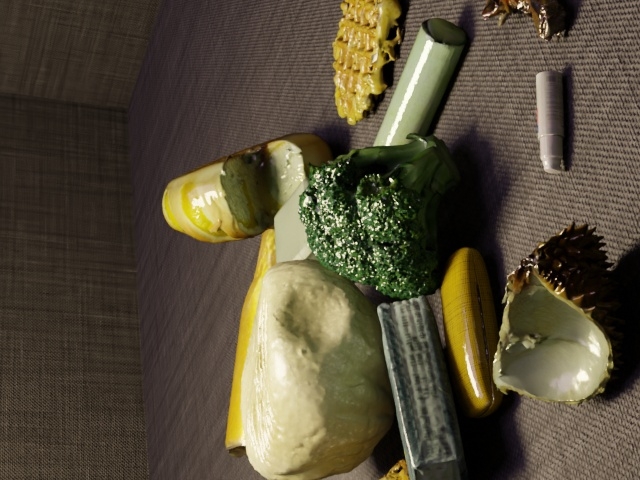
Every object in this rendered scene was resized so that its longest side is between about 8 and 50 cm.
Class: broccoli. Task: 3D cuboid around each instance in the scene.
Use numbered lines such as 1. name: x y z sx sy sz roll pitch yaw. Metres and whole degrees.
1. broccoli: 0.100 -0.039 1.836 0.245 0.265 0.294 -43 18 15

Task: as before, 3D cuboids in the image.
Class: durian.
1. durian: 0.271 0.095 1.416 0.252 0.139 0.144 89 173 -51

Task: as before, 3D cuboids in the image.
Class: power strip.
1. power strip: 0.000 0.000 2.190 0.224 0.140 0.139 133 137 -58

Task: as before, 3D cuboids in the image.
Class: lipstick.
1. lipstick: 0.142 -0.202 1.956 0.076 0.076 0.304 -107 30 -48

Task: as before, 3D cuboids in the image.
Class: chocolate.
1. chocolate: -0.077 0.187 2.362 0.162 0.162 0.445 146 132 -65

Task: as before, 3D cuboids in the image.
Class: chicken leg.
1. chicken leg: 0.268 -0.336 1.663 0.196 0.080 0.125 -145 52 -59

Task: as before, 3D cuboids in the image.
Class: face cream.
1. face cream: 0.290 -0.147 1.588 0.034 0.034 0.130 146 127 -65

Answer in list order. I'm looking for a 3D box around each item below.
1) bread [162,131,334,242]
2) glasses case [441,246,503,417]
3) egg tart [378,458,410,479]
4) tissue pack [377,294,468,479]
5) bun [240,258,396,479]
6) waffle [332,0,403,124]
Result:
1. bread: -0.129 -0.090 2.340 0.333 0.333 0.160 -1 109 70
2. glasses case: 0.204 0.123 1.697 0.079 0.064 0.234 126 144 -58
3. egg tart: 0.107 0.410 1.826 0.191 0.074 0.191 -179 90 -84
4. tissue pack: 0.144 0.230 1.732 0.185 0.081 0.257 78 -178 -54
5. bun: 0.003 0.206 1.983 0.352 0.227 0.348 137 136 -72
6. waffle: 0.078 -0.347 2.203 0.280 0.060 0.262 126 141 -57
